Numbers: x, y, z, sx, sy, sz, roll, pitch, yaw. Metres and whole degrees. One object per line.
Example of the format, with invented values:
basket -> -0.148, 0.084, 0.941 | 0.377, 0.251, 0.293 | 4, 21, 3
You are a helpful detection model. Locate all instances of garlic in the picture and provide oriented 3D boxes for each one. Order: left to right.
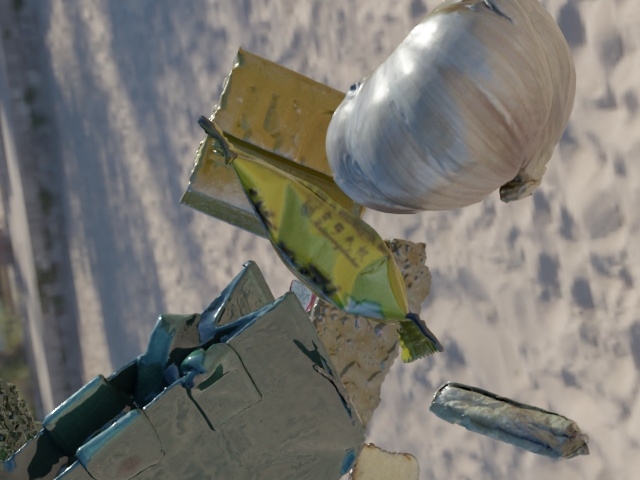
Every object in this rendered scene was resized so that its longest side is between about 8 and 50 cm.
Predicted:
garlic -> 0.153, -0.153, 1.548 | 0.241, 0.322, 0.322 | 50, 153, 22

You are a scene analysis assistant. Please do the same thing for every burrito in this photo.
burrito -> 0.214, 0.202, 1.488 | 0.058, 0.188, 0.045 | -60, -27, -29

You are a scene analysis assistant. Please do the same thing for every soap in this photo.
soap -> -0.049, -0.128, 2.071 | 0.143, 0.281, 0.259 | 148, 142, -76

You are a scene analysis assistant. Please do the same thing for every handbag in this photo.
handbag -> -0.128, 0.184, 0.974 | 0.089, 0.326, 0.238 | 45, 167, 37

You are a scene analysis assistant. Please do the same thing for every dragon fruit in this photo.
dragon fruit -> -0.012, 0.098, 2.155 | 0.083, 0.060, 0.056 | 17, 97, 55

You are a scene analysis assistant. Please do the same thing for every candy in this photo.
candy -> 0.000, 0.000, 1.242 | 0.297, 0.081, 0.187 | 47, 176, 4

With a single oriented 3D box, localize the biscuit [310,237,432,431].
biscuit -> 0.049, 0.106, 1.695 | 0.038, 0.141, 0.290 | -13, 45, 59

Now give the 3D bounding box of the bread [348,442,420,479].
bread -> 0.095, 0.373, 2.005 | 0.044, 0.129, 0.126 | 130, 148, -55

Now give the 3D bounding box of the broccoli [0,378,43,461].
broccoli -> -0.411, 0.207, 1.205 | 0.348, 0.281, 0.293 | 40, 172, -21
